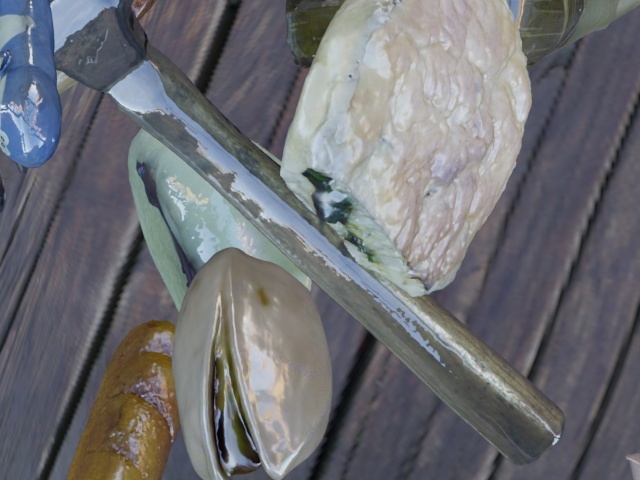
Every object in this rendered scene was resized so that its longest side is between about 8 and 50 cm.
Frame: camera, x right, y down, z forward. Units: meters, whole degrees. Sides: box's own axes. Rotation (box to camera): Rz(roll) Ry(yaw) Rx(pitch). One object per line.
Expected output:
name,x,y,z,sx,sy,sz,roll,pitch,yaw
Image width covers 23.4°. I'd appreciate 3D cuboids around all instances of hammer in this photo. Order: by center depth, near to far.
hammer,0.000,0.000,0.912,0.168,0.044,0.440,-37,119,22

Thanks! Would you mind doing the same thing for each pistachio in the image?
pistachio,-0.062,0.107,1.329,0.138,0.238,0.153,-19,140,15

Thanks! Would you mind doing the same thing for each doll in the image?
doll,-0.121,-0.079,0.624,0.027,0.037,0.125,-7,50,-7

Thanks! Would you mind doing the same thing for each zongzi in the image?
zongzi,0.158,-0.234,1.516,0.317,0.289,0.154,-11,100,-48

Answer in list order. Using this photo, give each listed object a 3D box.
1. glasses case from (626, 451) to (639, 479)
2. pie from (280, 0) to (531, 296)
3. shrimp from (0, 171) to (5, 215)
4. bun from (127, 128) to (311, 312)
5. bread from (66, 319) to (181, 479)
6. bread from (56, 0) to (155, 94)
glasses case,0.330,0.186,1.132,0.193,0.070,0.102,-13,91,-12
pie,0.060,-0.071,0.859,0.185,0.052,0.218,-59,145,-14
shrimp,-0.392,0.008,1.438,0.137,0.372,0.172,30,43,-22
bun,-0.094,-0.012,1.761,0.187,0.293,0.293,-19,96,-13
bread,-0.199,0.225,1.566,0.084,0.124,0.344,30,43,-17
bread,-0.201,-0.196,1.121,0.212,0.224,0.142,-49,117,-6
